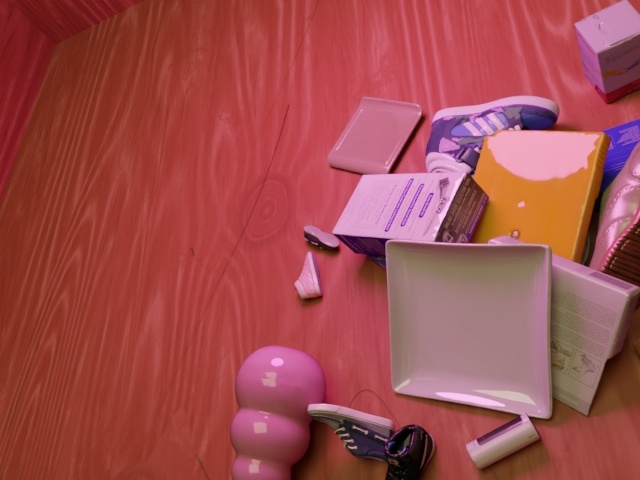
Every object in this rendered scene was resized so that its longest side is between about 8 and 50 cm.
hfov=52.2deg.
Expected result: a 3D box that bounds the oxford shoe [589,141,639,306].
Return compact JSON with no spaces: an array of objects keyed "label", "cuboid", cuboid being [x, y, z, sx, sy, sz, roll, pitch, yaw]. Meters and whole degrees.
[{"label":"oxford shoe","cuboid":[0.625,-0.021,1.319,0.396,0.141,0.146,-63,21,5]}]

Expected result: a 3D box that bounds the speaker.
[{"label":"speaker","cuboid":[0.352,0.390,1.263,0.136,0.055,0.055,-31,48,10]}]

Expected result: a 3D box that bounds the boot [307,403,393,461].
[{"label":"boot","cuboid":[0.060,0.402,1.369,0.190,0.069,0.086,15,63,-6]}]

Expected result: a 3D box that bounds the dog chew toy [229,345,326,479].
[{"label":"dog chew toy","cuboid":[-0.106,0.407,1.444,0.207,0.207,0.331,0,68,32]}]

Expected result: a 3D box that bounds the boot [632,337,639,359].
[{"label":"boot","cuboid":[0.686,0.200,1.182,0.197,0.073,0.152,-28,44,8]}]

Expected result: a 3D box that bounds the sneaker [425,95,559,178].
[{"label":"sneaker","cuboid":[0.417,-0.216,1.611,0.323,0.130,0.236,-1,68,25]}]

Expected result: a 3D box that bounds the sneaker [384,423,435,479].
[{"label":"sneaker","cuboid":[0.147,0.464,1.291,0.079,0.121,0.216,10,65,37]}]

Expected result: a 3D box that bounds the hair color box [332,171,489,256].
[{"label":"hair color box","cuboid":[0.203,-0.057,1.536,0.339,0.110,0.185,5,61,53]}]

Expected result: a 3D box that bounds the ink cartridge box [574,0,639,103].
[{"label":"ink cartridge box","cuboid":[0.699,-0.446,1.549,0.127,0.176,0.128,-25,50,15]}]

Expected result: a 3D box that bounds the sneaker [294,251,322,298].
[{"label":"sneaker","cuboid":[-0.039,0.093,1.709,0.070,0.051,0.134,-19,55,13]}]

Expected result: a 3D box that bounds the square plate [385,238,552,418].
[{"label":"square plate","cuboid":[0.302,0.169,1.343,0.347,0.049,0.343,2,100,33]}]

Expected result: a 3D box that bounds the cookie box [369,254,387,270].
[{"label":"cookie box","cuboid":[0.187,0.033,1.621,0.092,0.040,0.107,-49,48,-7]}]

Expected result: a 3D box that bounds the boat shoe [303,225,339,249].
[{"label":"boat shoe","cuboid":[0.000,0.000,1.760,0.125,0.038,0.046,27,34,35]}]

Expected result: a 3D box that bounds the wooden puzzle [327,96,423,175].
[{"label":"wooden puzzle","cuboid":[0.157,-0.295,1.872,0.221,0.044,0.238,18,74,38]}]

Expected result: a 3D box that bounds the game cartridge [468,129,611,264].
[{"label":"game cartridge","cuboid":[0.453,-0.080,1.425,0.285,0.053,0.323,12,84,46]}]

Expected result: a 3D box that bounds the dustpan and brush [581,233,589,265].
[{"label":"dustpan and brush","cuboid":[0.517,0.052,1.405,0.147,0.060,0.211,-19,44,21]}]

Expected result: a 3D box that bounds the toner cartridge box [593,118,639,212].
[{"label":"toner cartridge box","cuboid":[0.613,-0.151,1.466,0.348,0.075,0.165,-17,53,21]}]

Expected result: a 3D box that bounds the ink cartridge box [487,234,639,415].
[{"label":"ink cartridge box","cuboid":[0.449,0.161,1.311,0.296,0.066,0.261,27,117,40]}]
